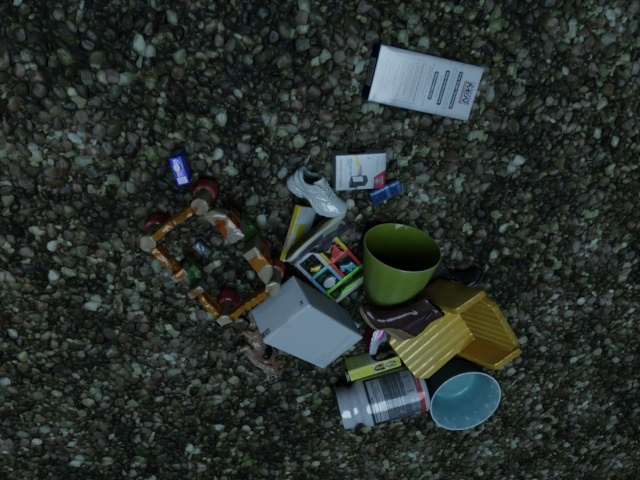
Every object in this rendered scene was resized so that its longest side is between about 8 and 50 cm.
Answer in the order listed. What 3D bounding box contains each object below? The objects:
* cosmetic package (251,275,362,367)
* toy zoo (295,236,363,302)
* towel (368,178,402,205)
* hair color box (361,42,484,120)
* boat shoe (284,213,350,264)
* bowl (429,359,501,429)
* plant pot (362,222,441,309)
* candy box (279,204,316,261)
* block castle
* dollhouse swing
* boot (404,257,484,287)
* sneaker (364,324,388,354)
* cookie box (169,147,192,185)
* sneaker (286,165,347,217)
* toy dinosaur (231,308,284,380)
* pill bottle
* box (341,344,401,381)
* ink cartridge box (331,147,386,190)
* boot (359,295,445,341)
[{"bbox_3d":[-0.041,0.308,1.790,0.217,0.156,0.385,-39,137,9],"label":"cosmetic package"},{"bbox_3d":[0.034,0.091,1.844,0.192,0.030,0.293,-39,114,9],"label":"toy zoo"},{"bbox_3d":[0.231,-0.172,1.744,0.119,0.029,0.067,-24,140,3],"label":"towel"},{"bbox_3d":[0.323,-0.508,1.571,0.347,0.105,0.174,8,113,-12],"label":"hair color box"},{"bbox_3d":[0.000,0.000,1.702,0.285,0.103,0.092,-43,104,-26],"label":"boat shoe"},{"bbox_3d":[0.595,0.641,2.113,0.311,0.163,0.312,-3,116,-7],"label":"bowl"},{"bbox_3d":[0.265,0.133,1.781,0.274,0.275,0.294,2,128,-10],"label":"plant pot"},{"bbox_3d":[-0.077,-0.025,1.727,0.105,0.027,0.206,-1,112,-57],"label":"candy box"},{"bbox_3d":[-0.352,0.039,1.667,0.303,0.213,0.453,-34,113,11],"label":"block castle"},{"bbox_3d":[0.486,0.377,1.818,0.305,0.315,0.347,-45,116,-18],"label":"dollhouse swing"},{"bbox_3d":[0.482,0.114,1.892,0.263,0.091,0.229,-28,116,7],"label":"boot"},{"bbox_3d":[0.254,0.355,1.961,0.111,0.103,0.252,12,113,-12],"label":"sneaker"},{"bbox_3d":[-0.448,-0.238,1.576,0.040,0.107,0.092,-13,115,-1],"label":"cookie box"},{"bbox_3d":[0.000,-0.164,1.649,0.232,0.090,0.115,31,146,-11],"label":"sneaker"},{"bbox_3d":[-0.236,0.385,1.895,0.200,0.127,0.296,0,102,-17],"label":"toy dinosaur"},{"bbox_3d":[0.254,0.649,2.038,0.362,0.210,0.210,-15,116,-1],"label":"pill bottle"},{"bbox_3d":[0.211,0.508,2.036,0.232,0.087,0.058,-18,118,-2],"label":"box"},{"bbox_3d":[0.130,-0.244,1.682,0.175,0.072,0.127,-5,116,-7],"label":"ink cartridge box"},{"bbox_3d":[0.280,0.244,1.695,0.248,0.090,0.207,35,120,-26],"label":"boot"}]
